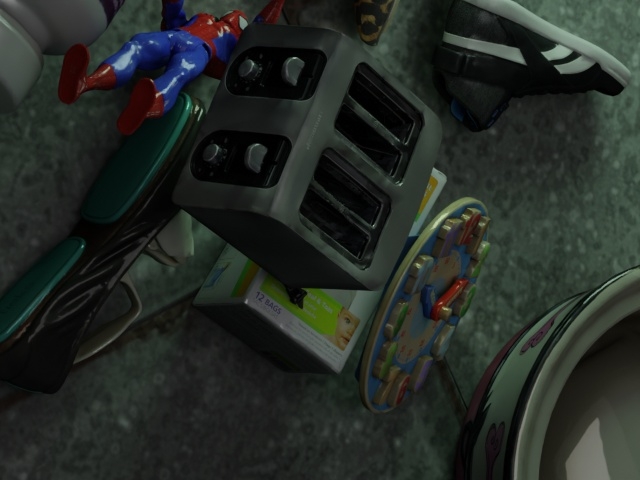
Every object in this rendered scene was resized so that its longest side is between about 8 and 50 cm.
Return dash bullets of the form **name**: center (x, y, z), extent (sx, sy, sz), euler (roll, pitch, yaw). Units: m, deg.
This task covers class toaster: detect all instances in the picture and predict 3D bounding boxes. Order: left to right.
- **toaster**: center (-0.005, -0.056, 1.565), extent (0.185, 0.110, 0.168), euler (39, 67, -42)

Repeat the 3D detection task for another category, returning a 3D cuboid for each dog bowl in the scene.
- **dog bowl**: center (0.303, 0.220, 1.837), extent (0.408, 0.150, 0.408), euler (2, 85, -28)

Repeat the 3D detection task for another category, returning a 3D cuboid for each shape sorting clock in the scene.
- **shape sorting clock**: center (0.094, 0.058, 1.726), extent (0.206, 0.040, 0.206), euler (-48, 151, -39)

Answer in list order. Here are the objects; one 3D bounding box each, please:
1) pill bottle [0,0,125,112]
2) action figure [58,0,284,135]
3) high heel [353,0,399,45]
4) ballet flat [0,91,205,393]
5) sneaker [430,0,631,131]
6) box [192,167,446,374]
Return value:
- **pill bottle**: center (-0.211, -0.255, 1.571), extent (0.169, 0.169, 0.301), euler (39, 70, -21)
- **action figure**: center (-0.101, -0.179, 1.592), extent (0.091, 0.280, 0.139), euler (30, 110, 8)
- **high heel**: center (-0.008, -0.308, 1.750), extent (0.186, 0.093, 0.261), euler (5, 93, -10)
- **ballet flat**: center (-0.170, 0.009, 1.632), extent (0.280, 0.095, 0.096), euler (-51, 120, -10)
- **sneaker**: center (0.184, -0.147, 1.843), extent (0.217, 0.079, 0.121), euler (22, 96, -35)
- **box**: center (0.000, 0.000, 1.709), extent (0.114, 0.103, 0.203), euler (38, 71, -22)
